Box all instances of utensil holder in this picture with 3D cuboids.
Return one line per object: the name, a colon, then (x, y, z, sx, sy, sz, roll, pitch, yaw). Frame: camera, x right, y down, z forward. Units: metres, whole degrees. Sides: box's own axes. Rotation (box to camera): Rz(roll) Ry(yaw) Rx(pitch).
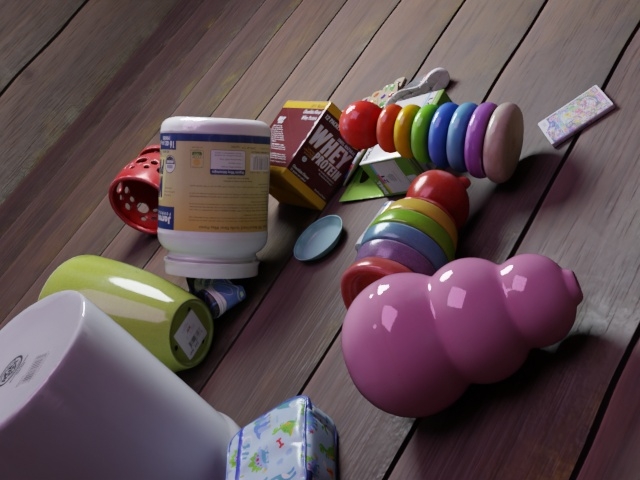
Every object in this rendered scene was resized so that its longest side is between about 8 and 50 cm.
utensil holder: (-0.360, 0.314, 1.555, 0.327, 0.385, 0.328, -31, 29, 20)

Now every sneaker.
sneaker: (0.207, -0.318, 2.094, 0.158, 0.061, 0.065, -30, 16, 3)
sneaker: (-0.221, 0.111, 2.015, 0.081, 0.080, 0.211, -22, 20, -20)

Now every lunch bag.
lunch bag: (-0.065, 0.352, 1.451, 0.176, 0.090, 0.219, -33, 28, 21)

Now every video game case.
video game case: (0.446, -0.218, 1.692, 0.122, 0.011, 0.087, -34, 29, 14)

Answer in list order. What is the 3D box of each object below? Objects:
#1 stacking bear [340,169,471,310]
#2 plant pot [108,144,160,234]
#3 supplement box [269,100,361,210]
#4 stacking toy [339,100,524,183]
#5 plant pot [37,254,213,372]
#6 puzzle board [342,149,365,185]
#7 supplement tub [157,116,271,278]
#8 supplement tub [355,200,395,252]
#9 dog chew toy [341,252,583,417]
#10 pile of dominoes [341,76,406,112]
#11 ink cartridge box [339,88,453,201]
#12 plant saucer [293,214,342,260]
stacking bear: (0.160, 0.000, 1.601, 0.175, 0.164, 0.289, -12, 36, 43)
plant pot: (-0.421, -0.140, 2.478, 0.191, 0.191, 0.174, -18, 33, 37)
supplement box: (-0.035, -0.188, 2.102, 0.194, 0.129, 0.191, -57, 31, -12)
stacking toy: (0.184, -0.195, 1.720, 0.330, 0.141, 0.141, 12, 55, 25)
plant pot: (-0.368, 0.171, 1.941, 0.293, 0.275, 0.275, 2, 49, 32)
puzzle board: (0.084, -0.177, 2.013, 0.096, 0.011, 0.128, -57, -1, -26)
supplement tub: (-0.217, -0.088, 1.976, 0.228, 0.228, 0.316, 9, 97, 55)
supplement tub: (0.118, -0.012, 1.749, 0.071, 0.071, 0.107, 7, 54, 55)
dog chew toy: (0.200, 0.118, 1.347, 0.331, 0.207, 0.207, -22, 33, 17)
pile of dominoes: (0.081, -0.280, 2.204, 0.251, 0.040, 0.196, -26, 32, 26)
ink cartridge box: (0.140, -0.183, 1.934, 0.255, 0.097, 0.189, -7, 43, 46)
plant saucer: (0.000, 0.000, 1.931, 0.119, 0.021, 0.119, -30, 31, 20)
